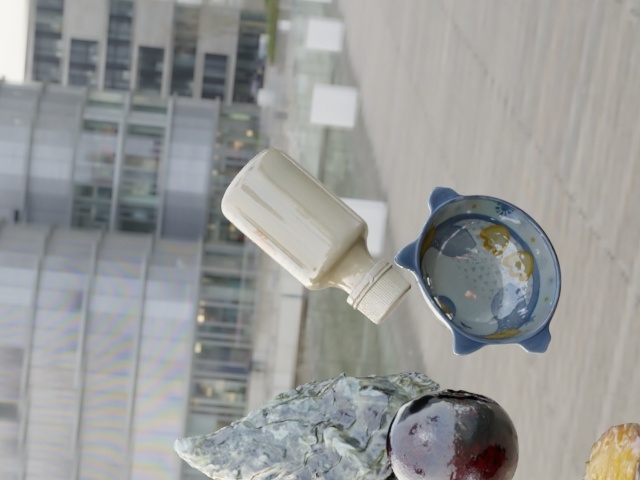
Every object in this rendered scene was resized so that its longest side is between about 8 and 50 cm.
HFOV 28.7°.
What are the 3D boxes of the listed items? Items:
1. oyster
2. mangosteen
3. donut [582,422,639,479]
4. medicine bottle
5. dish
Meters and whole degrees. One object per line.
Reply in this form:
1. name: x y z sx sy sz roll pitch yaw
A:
1. oyster: -0.011 0.252 1.560 0.162 0.350 0.158 -60 -39 -69
2. mangosteen: 0.144 0.237 1.369 0.152 0.152 0.153 -175 90 -85
3. donut: 0.300 0.413 1.193 0.377 0.163 0.435 -55 -17 -76
4. medicine bottle: 0.000 0.000 1.560 0.114 0.252 0.114 -48 -10 -11
5. dish: 0.194 0.051 1.636 0.086 0.227 0.236 127 135 -62
